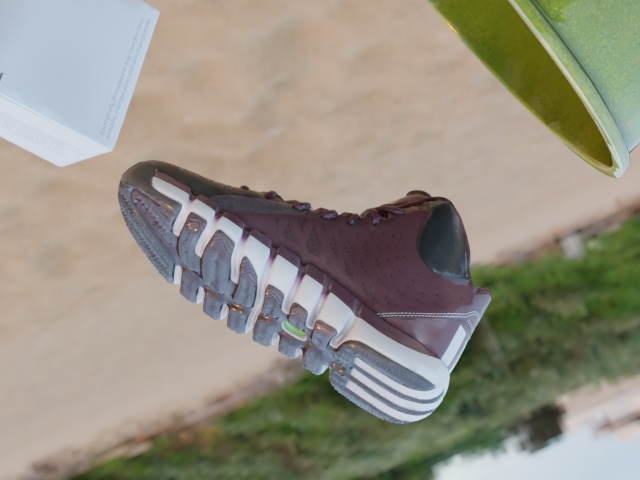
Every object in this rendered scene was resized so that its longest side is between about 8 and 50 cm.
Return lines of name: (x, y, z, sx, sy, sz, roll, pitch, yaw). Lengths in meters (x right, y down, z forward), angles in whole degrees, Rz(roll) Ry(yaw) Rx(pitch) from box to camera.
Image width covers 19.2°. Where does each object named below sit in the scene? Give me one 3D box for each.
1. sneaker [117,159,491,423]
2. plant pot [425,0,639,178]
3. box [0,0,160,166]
sneaker: (0.000, 0.000, 1.392, 0.162, 0.281, 0.106, -51, 173, -31)
plant pot: (0.205, -0.293, 1.231, 0.353, 0.366, 0.366, -41, 177, 1)
box: (-0.299, -0.202, 2.052, 0.182, 0.181, 0.119, 28, 159, -29)
